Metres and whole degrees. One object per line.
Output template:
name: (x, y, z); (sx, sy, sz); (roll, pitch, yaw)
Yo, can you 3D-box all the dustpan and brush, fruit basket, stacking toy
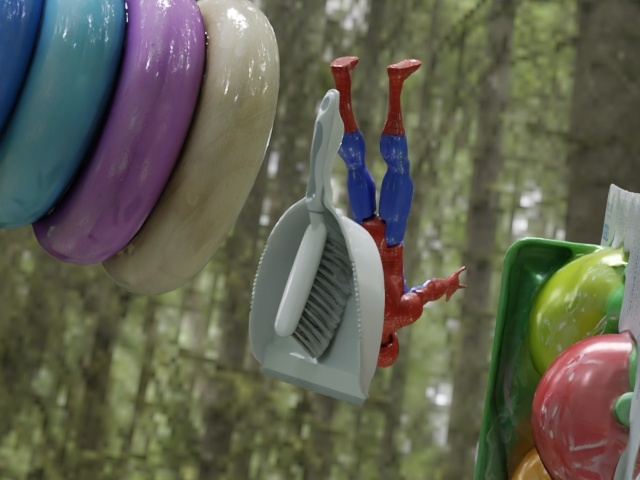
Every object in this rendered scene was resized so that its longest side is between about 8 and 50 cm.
dustpan and brush: (0.000, 0.000, 1.368); (0.060, 0.211, 0.147); (18, -4, -34)
fruit basket: (0.204, 0.128, 1.290); (0.165, 0.327, 0.353); (7, 3, -5)
stacking toy: (-0.188, -0.091, 0.794); (0.330, 0.141, 0.141); (21, -24, -23)

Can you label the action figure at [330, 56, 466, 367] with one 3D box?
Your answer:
action figure: (0.067, -0.029, 1.718); (0.091, 0.280, 0.139); (6, 16, 23)
